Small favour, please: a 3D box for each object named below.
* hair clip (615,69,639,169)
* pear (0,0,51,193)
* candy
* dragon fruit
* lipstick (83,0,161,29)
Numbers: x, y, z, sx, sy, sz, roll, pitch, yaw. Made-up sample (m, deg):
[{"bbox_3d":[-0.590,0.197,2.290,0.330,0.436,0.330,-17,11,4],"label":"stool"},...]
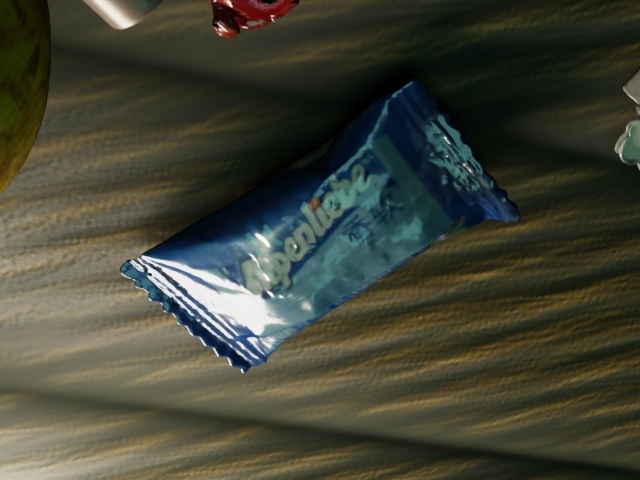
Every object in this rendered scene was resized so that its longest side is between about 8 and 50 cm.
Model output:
[{"bbox_3d":[0.363,-0.095,1.306,0.220,0.054,0.140,26,116,-32],"label":"hair clip"},{"bbox_3d":[-0.320,-0.132,0.996,0.281,0.280,0.280,-6,130,-7],"label":"pear"},{"bbox_3d":[0.000,0.000,1.300,0.331,0.077,0.187,-34,121,16],"label":"candy"},{"bbox_3d":[-0.051,-0.215,1.111,0.112,0.068,0.126,10,128,-19],"label":"dragon fruit"},{"bbox_3d":[-0.215,-0.260,1.038,0.070,0.070,0.254,-35,128,18],"label":"lipstick"}]
